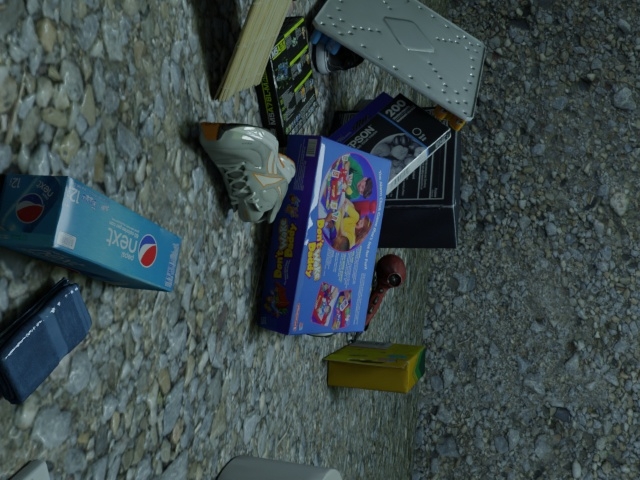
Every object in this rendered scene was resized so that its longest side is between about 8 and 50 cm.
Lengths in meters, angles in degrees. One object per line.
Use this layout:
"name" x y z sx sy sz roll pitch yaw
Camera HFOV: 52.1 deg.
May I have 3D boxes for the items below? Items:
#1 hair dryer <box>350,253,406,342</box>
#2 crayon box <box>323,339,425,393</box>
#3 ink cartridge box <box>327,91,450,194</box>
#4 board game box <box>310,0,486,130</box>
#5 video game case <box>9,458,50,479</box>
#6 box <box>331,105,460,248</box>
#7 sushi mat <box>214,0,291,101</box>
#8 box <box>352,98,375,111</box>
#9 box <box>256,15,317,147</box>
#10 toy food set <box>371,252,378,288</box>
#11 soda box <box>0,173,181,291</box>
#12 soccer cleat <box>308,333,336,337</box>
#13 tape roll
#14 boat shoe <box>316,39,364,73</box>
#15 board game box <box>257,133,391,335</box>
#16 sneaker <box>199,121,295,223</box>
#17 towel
"hair dryer" 0.165 0.143 1.723 0.293 0.080 0.224 111 -5 -59
"crayon box" 0.142 0.319 1.660 0.318 0.202 0.081 4 89 -71
"ink cartridge box" 0.140 -0.228 1.433 0.206 0.208 0.045 -42 153 -14
"board game box" 0.192 -0.454 1.500 0.050 0.390 0.390 -54 -171 42
"video game case" -0.291 0.304 0.588 0.157 0.019 0.143 -46 135 -64
"box" 0.174 -0.143 1.518 0.183 0.294 0.296 66 28 -54
"sushi mat" -0.066 -0.348 0.947 0.316 0.019 0.151 -61 177 32
"box" 0.153 -0.268 1.771 0.114 0.103 0.203 -60 147 -56
"box" -0.062 -0.291 1.191 0.191 0.045 0.184 -63 148 -51
"toy food set" 0.101 0.089 1.733 0.128 0.071 0.218 112 -6 -61
"soda box" -0.226 0.000 0.667 0.210 0.071 0.067 44 51 -67
"soccer cleat" 0.041 0.101 1.464 0.318 0.108 0.116 -42 136 -61
"tape roll" -0.072 0.483 1.056 0.246 0.169 0.246 3 90 -73
"boat shoe" 0.052 -0.418 1.478 0.228 0.076 0.080 -35 126 -68
"board game box" 0.015 -0.003 1.226 0.233 0.078 0.347 9 91 -52
"sneaker" -0.108 -0.094 0.995 0.262 0.099 0.121 35 64 -68
"towel" -0.266 0.094 0.623 0.119 0.029 0.067 -62 149 -55
